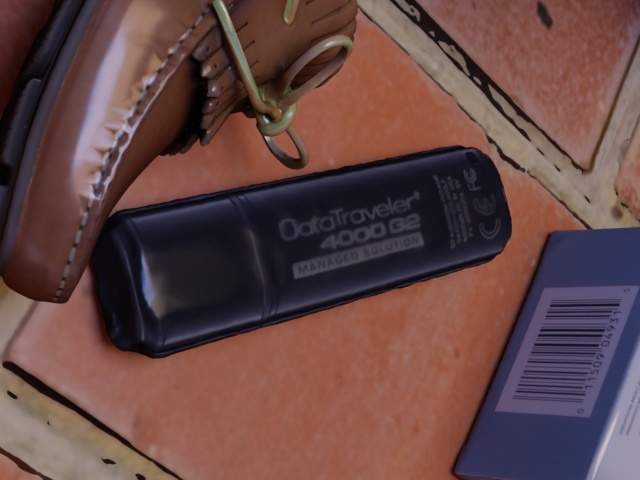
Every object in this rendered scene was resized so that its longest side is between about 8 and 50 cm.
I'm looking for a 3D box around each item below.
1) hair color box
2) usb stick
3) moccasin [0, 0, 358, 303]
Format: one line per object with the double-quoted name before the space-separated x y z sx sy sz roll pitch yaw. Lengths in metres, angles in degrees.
"hair color box" 0.273 0.168 0.932 0.374 0.114 0.185 40 65 -30
"usb stick" 0.000 0.000 0.760 0.278 0.045 0.077 -14 88 -39
"moccasin" -0.034 -0.119 0.677 0.147 0.139 0.380 36 55 -9
